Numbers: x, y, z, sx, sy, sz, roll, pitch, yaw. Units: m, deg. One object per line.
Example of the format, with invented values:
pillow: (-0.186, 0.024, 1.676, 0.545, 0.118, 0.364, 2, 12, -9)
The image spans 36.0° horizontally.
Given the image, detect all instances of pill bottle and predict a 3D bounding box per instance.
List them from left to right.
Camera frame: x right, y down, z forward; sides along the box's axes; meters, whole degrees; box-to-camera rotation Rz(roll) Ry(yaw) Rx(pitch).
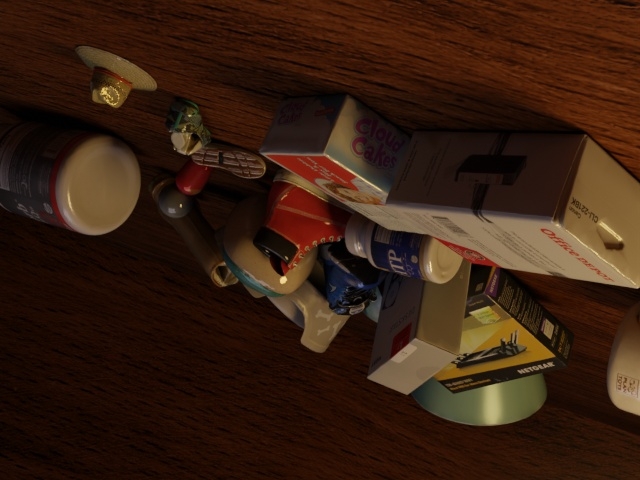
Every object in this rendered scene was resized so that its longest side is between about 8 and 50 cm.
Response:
pill bottle: (-0.571, -0.143, 2.085, 0.362, 0.210, 0.210, 14, 167, 37)
pill bottle: (0.139, 0.002, 1.670, 0.186, 0.112, 0.112, 13, 167, 39)

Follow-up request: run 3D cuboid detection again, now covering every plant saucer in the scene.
plant saucer: (0.094, 0.108, 2.168, 0.195, 0.037, 0.195, 156, 90, -83)

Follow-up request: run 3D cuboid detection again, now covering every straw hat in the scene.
straw hat: (-0.324, -0.237, 1.519, 0.144, 0.061, 0.144, 21, 170, 4)

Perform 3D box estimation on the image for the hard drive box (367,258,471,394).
hard drive box: (0.179, 0.130, 1.763, 0.089, 0.232, 0.181, 24, 142, -14)

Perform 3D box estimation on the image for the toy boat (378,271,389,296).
toy boat: (0.206, 0.145, 2.152, 0.231, 0.151, 0.151, 13, 167, 38)

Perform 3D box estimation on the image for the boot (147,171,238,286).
boot: (-0.264, -0.003, 2.170, 0.269, 0.089, 0.236, 51, 180, 22)

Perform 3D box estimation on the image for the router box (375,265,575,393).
router box: (0.298, 0.180, 1.934, 0.243, 0.081, 0.309, 40, 142, -20)

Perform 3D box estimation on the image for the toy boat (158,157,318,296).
toy boat: (-0.152, -0.027, 1.866, 0.318, 0.148, 0.267, 38, -151, -5)

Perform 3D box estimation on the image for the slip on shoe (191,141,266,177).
slip on shoe: (-0.158, -0.145, 1.726, 0.135, 0.051, 0.041, 10, -151, 11)

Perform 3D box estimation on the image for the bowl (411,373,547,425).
bowl: (0.358, 0.263, 2.223, 0.311, 0.163, 0.311, 0, -157, 0)

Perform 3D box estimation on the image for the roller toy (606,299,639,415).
roller toy: (0.552, 0.194, 1.597, 0.146, 0.191, 0.209, 15, 168, 35)

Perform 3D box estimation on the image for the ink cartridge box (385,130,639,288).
ink cartridge box: (0.250, -0.042, 1.215, 0.197, 0.114, 0.272, 31, 167, -38)

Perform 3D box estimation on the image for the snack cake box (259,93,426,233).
snack cake box: (0.068, -0.099, 1.361, 0.264, 0.089, 0.152, 29, 169, -35)

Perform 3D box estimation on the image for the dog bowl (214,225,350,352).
dog bowl: (-0.070, 0.075, 2.100, 0.349, 0.102, 0.349, 48, -172, -9)

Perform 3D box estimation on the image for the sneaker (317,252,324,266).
sneaker: (-0.048, 0.078, 2.449, 0.122, 0.110, 0.283, 25, 170, 2)

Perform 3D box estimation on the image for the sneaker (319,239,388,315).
sneaker: (0.074, 0.072, 1.913, 0.129, 0.147, 0.330, -9, -177, -6)

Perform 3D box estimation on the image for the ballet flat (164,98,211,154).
ballet flat: (-0.223, -0.176, 1.623, 0.070, 0.070, 0.188, 20, 170, 7)

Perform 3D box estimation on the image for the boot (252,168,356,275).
boot: (0.000, 0.000, 1.759, 0.244, 0.176, 0.088, 24, 165, -24)
